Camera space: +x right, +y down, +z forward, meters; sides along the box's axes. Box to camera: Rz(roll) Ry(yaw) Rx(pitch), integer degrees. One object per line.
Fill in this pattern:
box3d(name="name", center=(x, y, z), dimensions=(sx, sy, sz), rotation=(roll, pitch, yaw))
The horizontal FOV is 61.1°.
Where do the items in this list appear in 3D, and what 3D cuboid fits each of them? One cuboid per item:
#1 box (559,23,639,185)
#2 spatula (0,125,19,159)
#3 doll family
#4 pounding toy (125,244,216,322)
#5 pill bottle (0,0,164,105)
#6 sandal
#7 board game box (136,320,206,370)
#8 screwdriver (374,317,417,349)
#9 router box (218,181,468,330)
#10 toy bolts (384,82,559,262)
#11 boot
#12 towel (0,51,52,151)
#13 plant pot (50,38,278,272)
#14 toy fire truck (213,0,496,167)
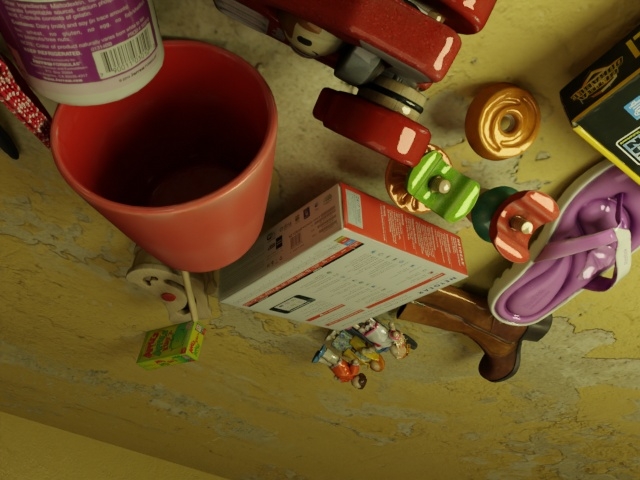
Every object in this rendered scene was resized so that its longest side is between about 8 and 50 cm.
box3d(name="box", center=(0.480, -0.184, 0.594), dimensions=(0.257, 0.079, 0.322), rotation=(30, 131, -22))
box3d(name="spatula", center=(-0.504, -0.216, 0.803), dimensions=(0.084, 0.030, 0.297), rotation=(39, 150, 12))
box3d(name="doll family", center=(0.111, 0.234, 1.232), dimensions=(0.163, 0.118, 0.263), rotation=(33, 134, -4))
box3d(name="pounding toy", center=(-0.305, 0.098, 1.087), dimensions=(0.154, 0.155, 0.270), rotation=(3, 143, 0))
box3d(name="pill bottle", center=(-0.268, -0.302, 0.542), dimensions=(0.169, 0.169, 0.302), rotation=(7, 142, 3))
box3d(name="sandal", center=(0.426, 0.035, 0.880), dimensions=(0.169, 0.102, 0.417), rotation=(14, 137, -8))
box3d(name="board game box", center=(-0.379, 0.267, 1.376), dimensions=(0.181, 0.092, 0.043), rotation=(-17, 137, 30))
box3d(name="screwdriver", center=(0.164, 0.207, 1.253), dimensions=(0.169, 0.024, 0.025), rotation=(36, 165, -22))
box3d(name="router box", center=(0.033, 0.053, 0.965), dimensions=(0.301, 0.082, 0.335), rotation=(20, 144, -37))
box3d(name="toy bolts", center=(0.226, -0.097, 0.786), dimensions=(0.228, 0.158, 0.218), rotation=(37, 95, -19))
box3d(name="boot", center=(0.297, 0.196, 1.145), dimensions=(0.280, 0.096, 0.264), rotation=(12, 143, -3))
box3d(name="towel", center=(-0.388, -0.212, 0.639), dimensions=(0.199, 0.031, 0.275), rotation=(51, 167, 2))
box3d(name="plant pot", center=(-0.186, -0.093, 0.752), dimensions=(0.274, 0.275, 0.243), rotation=(6, 153, 4))
box3d(name="toy fire truck", center=(0.003, -0.206, 0.530), dimensions=(0.253, 0.302, 0.170), rotation=(22, 103, -11))
